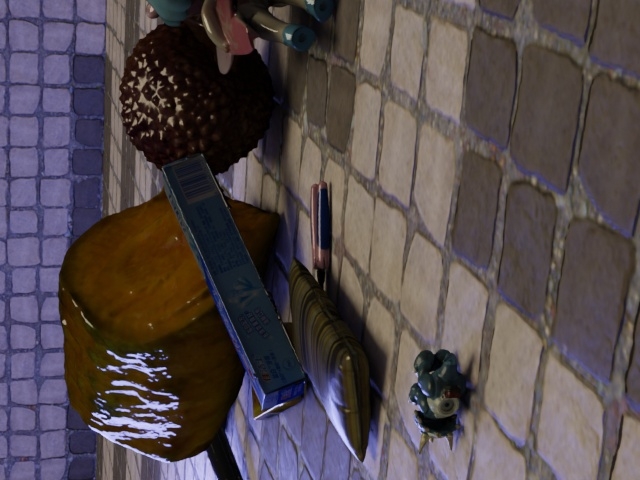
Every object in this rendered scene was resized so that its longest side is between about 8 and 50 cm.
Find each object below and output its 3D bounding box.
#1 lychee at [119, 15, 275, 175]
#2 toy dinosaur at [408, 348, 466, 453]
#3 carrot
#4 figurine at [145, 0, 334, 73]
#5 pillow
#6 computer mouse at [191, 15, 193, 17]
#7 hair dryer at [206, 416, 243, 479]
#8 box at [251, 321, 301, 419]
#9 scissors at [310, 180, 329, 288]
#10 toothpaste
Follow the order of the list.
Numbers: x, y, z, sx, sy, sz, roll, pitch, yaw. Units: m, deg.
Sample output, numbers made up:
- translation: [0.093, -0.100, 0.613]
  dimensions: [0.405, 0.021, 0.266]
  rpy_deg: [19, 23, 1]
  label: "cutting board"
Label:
- translation: [-0.147, -0.154, 1.361]
  dimensions: [0.188, 0.188, 0.188]
  rpy_deg: [179, 90, -74]
  label: "lychee"
- translation: [0.084, 0.110, 0.843]
  dimensions: [0.047, 0.030, 0.083]
  rpy_deg: [-120, 32, -58]
  label: "toy dinosaur"
- translation: [-0.189, 0.081, 1.429]
  dimensions: [0.241, 0.241, 0.341]
  rpy_deg: [-107, 21, -44]
  label: "carrot"
- translation: [-0.083, -0.271, 1.201]
  dimensions: [0.260, 0.102, 0.205]
  rpy_deg: [31, 100, 44]
  label: "figurine"
- translation: [0.007, 0.103, 1.095]
  dimensions: [0.203, 0.038, 0.113]
  rpy_deg: [-123, 26, -61]
  label: "pillow"
- translation: [-0.182, -0.277, 1.714]
  dimensions: [0.232, 0.057, 0.120]
  rpy_deg: [118, 147, -60]
  label: "computer mouse"
- translation: [-0.125, 0.266, 1.552]
  dimensions: [0.255, 0.070, 0.128]
  rpy_deg: [-123, 36, -50]
  label: "hair dryer"
- translation: [-0.051, 0.148, 1.334]
  dimensions: [0.156, 0.022, 0.089]
  rpy_deg: [132, 134, -67]
  label: "box"
- translation: [0.000, 0.000, 1.165]
  dimensions: [0.039, 0.012, 0.113]
  rpy_deg: [168, 101, -75]
  label: "scissors"
- translation: [-0.093, 0.040, 1.253]
  dimensions: [0.272, 0.053, 0.066]
  rpy_deg: [64, 164, 18]
  label: "toothpaste"
